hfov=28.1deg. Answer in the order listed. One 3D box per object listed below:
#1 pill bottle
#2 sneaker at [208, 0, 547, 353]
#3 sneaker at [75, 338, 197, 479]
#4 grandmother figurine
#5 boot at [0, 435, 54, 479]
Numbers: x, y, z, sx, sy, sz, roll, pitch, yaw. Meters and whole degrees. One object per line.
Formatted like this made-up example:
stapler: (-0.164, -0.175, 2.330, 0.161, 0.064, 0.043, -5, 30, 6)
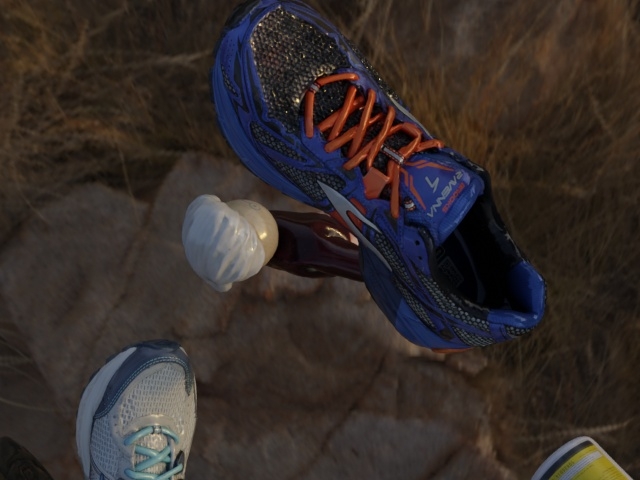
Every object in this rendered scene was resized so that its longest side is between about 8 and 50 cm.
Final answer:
pill bottle: (0.330, 0.319, 1.450, 0.103, 0.103, 0.184, -38, 60, -9)
sneaker: (0.037, -0.031, 0.607, 0.221, 0.087, 0.083, 46, 69, -24)
sneaker: (-0.146, 0.222, 1.072, 0.122, 0.110, 0.283, 35, 117, 52)
grandmother figurine: (0.000, 0.000, 1.275, 0.207, 0.342, 0.104, 5, 92, 44)
boot: (-0.178, 0.193, 0.491, 0.178, 0.085, 0.236, -28, 34, 9)
